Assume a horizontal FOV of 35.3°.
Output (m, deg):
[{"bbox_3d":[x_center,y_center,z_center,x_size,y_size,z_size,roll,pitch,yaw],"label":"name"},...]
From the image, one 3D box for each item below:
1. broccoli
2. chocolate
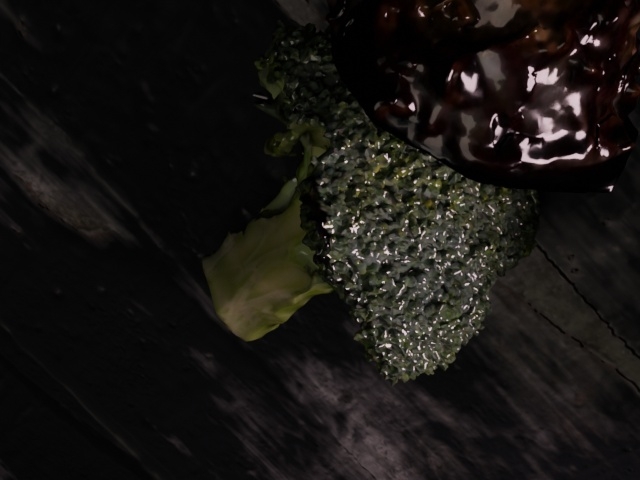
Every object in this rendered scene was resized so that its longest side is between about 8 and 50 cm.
[{"bbox_3d":[0.019,0.014,0.818,0.252,0.221,0.361,37,145,12],"label":"broccoli"},{"bbox_3d":[0.125,-0.163,0.605,0.224,0.206,0.177,31,131,8],"label":"chocolate"}]
